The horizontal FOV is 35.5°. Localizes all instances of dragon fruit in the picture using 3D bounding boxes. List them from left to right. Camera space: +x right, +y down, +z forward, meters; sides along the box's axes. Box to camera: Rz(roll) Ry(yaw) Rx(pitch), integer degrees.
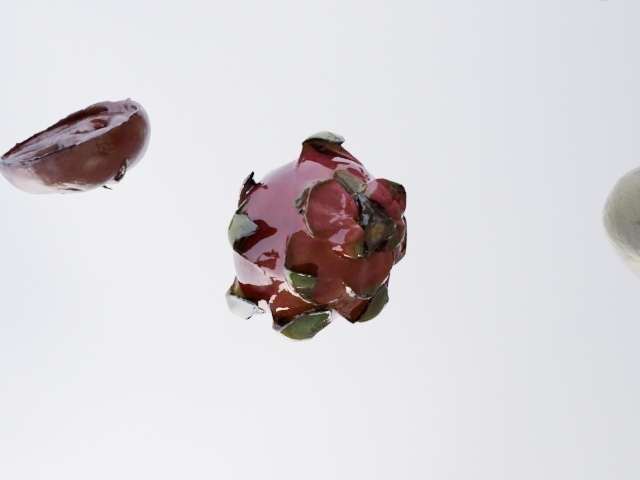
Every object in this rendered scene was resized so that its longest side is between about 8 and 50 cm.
[{"bbox_3d":[-0.004,0.001,1.160,0.224,0.224,0.227,-51,-8,-24],"label":"dragon fruit"}]

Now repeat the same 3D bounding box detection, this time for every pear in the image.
[{"bbox_3d":[0.560,-0.018,1.549,0.211,0.228,0.188,-92,-8,-52],"label":"pear"}]

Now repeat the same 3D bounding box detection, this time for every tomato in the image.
[{"bbox_3d":[-0.332,-0.115,1.396,0.228,0.228,0.101,-34,-64,-37],"label":"tomato"}]
